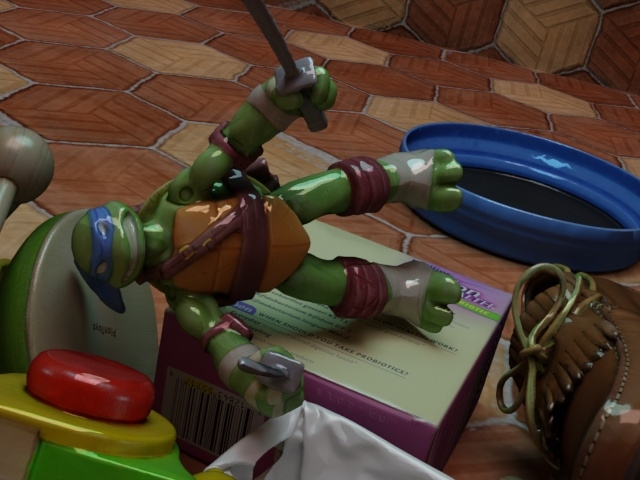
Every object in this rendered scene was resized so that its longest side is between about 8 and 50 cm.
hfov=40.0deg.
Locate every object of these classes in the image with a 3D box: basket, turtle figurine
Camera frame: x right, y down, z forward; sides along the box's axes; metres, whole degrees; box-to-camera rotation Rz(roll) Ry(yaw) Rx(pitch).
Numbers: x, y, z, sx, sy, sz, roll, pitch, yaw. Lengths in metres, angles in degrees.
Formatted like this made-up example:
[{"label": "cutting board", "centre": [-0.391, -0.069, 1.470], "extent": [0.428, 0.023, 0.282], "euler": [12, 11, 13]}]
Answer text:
[{"label": "basket", "centre": [0.016, 0.192, 0.533], "extent": [0.167, 0.103, 0.113], "euler": [24, 27, 26]}, {"label": "turtle figurine", "centre": [0.000, 0.000, 0.558], "extent": [0.266, 0.275, 0.197], "euler": [-2, 62, -38]}]

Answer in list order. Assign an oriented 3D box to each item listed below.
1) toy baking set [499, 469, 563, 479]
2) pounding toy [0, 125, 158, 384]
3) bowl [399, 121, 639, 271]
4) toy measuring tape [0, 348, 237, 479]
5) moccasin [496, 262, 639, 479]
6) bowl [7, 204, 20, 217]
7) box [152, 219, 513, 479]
[{"label": "toy baking set", "centre": [0.253, 0.213, 0.683], "extent": [0.197, 0.030, 0.256], "euler": [30, 27, 32]}, {"label": "pounding toy", "centre": [-0.212, 0.056, 0.618], "extent": [0.110, 0.236, 0.182], "euler": [-7, 47, 14]}, {"label": "bowl", "centre": [0.300, -0.070, 1.283], "extent": [0.391, 0.077, 0.391], "euler": [11, 25, -5]}, {"label": "toy measuring tape", "centre": [-0.196, 0.099, 0.472], "extent": [0.330, 0.121, 0.121], "euler": [18, 24, -3]}, {"label": "moccasin", "centre": [0.210, 0.095, 0.715], "extent": [0.147, 0.139, 0.380], "euler": [23, 21, 7]}, {"label": "bowl", "centre": [-0.402, -0.032, 0.668], "extent": [0.312, 0.163, 0.311], "euler": [26, 10, -5]}, {"label": "box", "centre": [0.018, 0.098, 0.723], "extent": [0.214, 0.117, 0.243], "euler": [20, 26, 17]}]
